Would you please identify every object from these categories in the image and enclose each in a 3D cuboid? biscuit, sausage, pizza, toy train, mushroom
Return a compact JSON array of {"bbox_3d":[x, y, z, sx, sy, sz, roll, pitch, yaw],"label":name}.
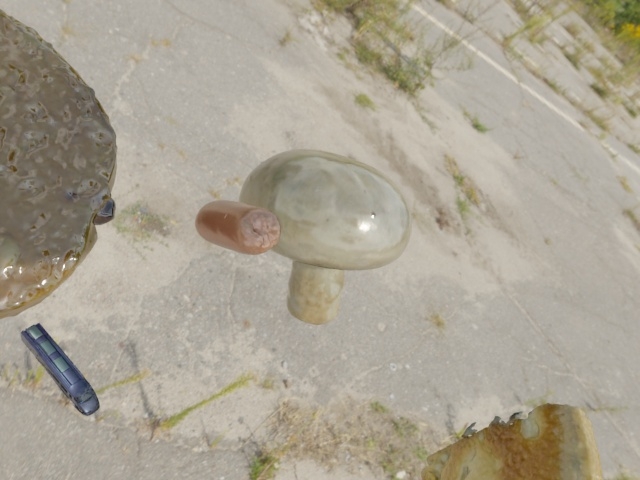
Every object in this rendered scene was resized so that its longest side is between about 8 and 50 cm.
[{"bbox_3d":[-0.307,-0.065,0.356,0.295,0.075,0.296,9,72,-30],"label":"biscuit"},{"bbox_3d":[-0.057,-0.009,0.325,0.034,0.083,0.034,-7,103,-34],"label":"sausage"},{"bbox_3d":[0.179,0.246,0.473,0.069,0.193,0.154,33,57,-20],"label":"pizza"},{"bbox_3d":[-0.196,0.097,0.366,0.083,0.017,0.017,43,46,13],"label":"toy train"},{"bbox_3d":[-0.008,-0.016,0.575,0.206,0.209,0.206,34,26,-19],"label":"mushroom"}]
